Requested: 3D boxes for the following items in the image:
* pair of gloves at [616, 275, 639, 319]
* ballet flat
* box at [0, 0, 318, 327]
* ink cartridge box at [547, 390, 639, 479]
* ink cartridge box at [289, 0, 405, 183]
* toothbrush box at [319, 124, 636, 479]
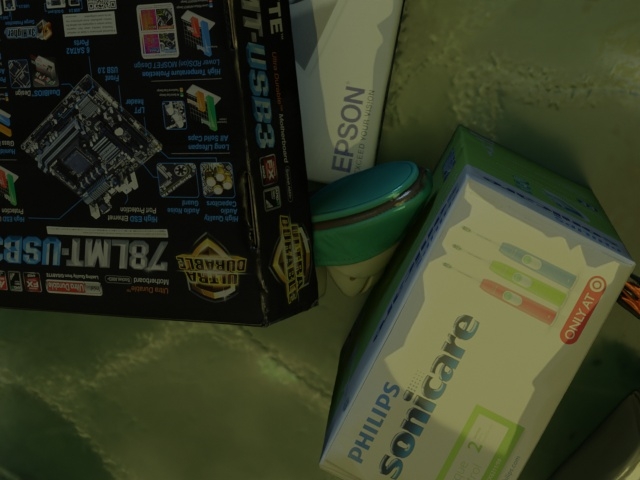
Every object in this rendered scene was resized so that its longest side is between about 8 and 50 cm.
[{"bbox_3d":[0.265,0.026,1.260,0.074,0.010,0.083,33,99,-1],"label":"pair of gloves"},{"bbox_3d":[0.000,0.000,1.200,0.247,0.083,0.087,-8,116,45],"label":"ballet flat"},{"bbox_3d":[-0.148,-0.093,1.174,0.295,0.073,0.293,1,104,36],"label":"box"},{"bbox_3d":[0.288,0.344,1.240,0.385,0.160,0.279,41,100,-4],"label":"ink cartridge box"},{"bbox_3d":[-0.052,-0.165,1.232,0.224,0.045,0.223,10,101,3],"label":"ink cartridge box"},{"bbox_3d":[0.101,0.051,1.140,0.122,0.283,0.206,27,101,0],"label":"toothbrush box"}]
